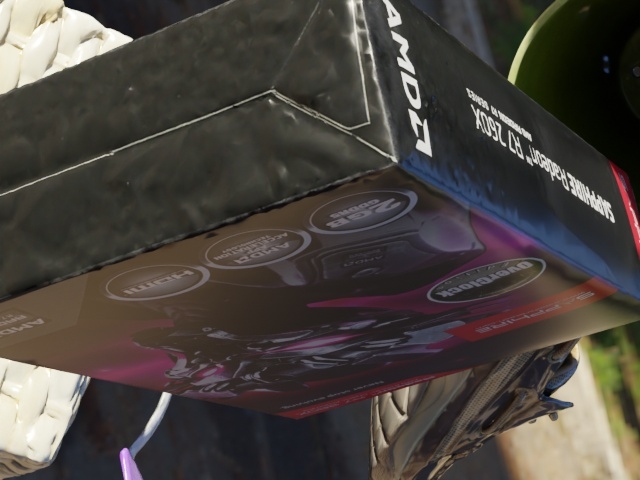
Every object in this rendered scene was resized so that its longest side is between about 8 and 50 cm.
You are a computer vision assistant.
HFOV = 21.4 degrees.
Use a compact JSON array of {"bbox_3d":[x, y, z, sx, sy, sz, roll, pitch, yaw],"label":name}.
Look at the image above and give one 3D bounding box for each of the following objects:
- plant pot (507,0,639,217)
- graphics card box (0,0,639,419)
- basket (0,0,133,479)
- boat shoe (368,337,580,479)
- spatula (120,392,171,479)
[{"bbox_3d":[0.337,-0.145,1.639,0.293,0.274,0.275,-42,117,-69],"label":"plant pot"},{"bbox_3d":[0.000,0.000,0.800,0.371,0.232,0.094,26,50,-62],"label":"graphics card box"},{"bbox_3d":[-0.312,-0.022,1.187,0.328,0.266,0.331,27,70,-21],"label":"basket"},{"bbox_3d":[0.117,0.089,1.174,0.355,0.130,0.132,111,-11,-56],"label":"boat shoe"},{"bbox_3d":[-0.120,0.111,1.263,0.084,0.030,0.297,80,15,-62],"label":"spatula"}]
